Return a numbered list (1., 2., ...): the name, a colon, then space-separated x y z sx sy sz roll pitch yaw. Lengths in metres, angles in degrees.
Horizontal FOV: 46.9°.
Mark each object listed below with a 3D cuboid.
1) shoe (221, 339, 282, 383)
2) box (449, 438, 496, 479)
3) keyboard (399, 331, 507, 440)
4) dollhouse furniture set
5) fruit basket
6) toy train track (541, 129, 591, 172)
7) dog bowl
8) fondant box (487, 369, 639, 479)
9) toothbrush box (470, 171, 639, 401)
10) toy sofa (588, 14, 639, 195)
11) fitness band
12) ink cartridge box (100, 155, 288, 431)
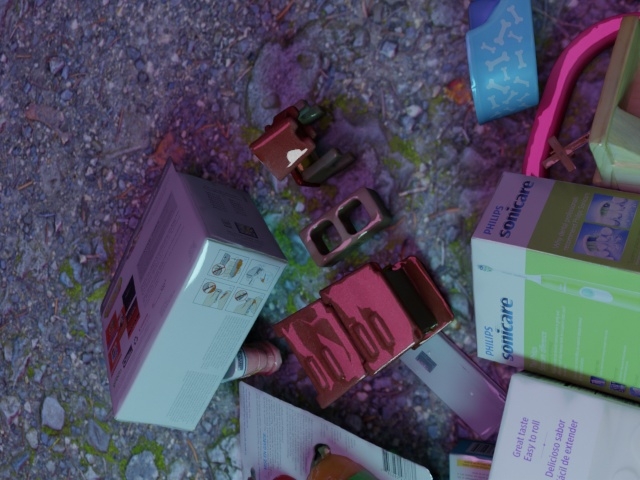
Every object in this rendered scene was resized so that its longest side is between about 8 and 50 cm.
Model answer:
1. shoe: -0.130 0.190 1.140 0.178 0.081 0.063 -21 71 57
2. box: 0.226 0.394 0.970 0.100 0.060 0.244 1 95 28
3. keyboard: 0.152 0.159 1.017 0.256 0.014 0.072 44 118 18
4. dollhouse furniture set: 0.000 0.000 0.960 0.152 0.201 0.374 -36 77 19
5. fruit basket: 0.016 0.392 1.043 0.353 0.165 0.327 16 113 46
6. toy train track: 0.297 -0.110 0.859 0.083 0.014 0.048 -35 69 22
7. dog bowl: 0.208 -0.288 0.864 0.074 0.166 0.297 -6 92 17
8. fondant box: 0.354 0.303 0.814 0.330 0.096 0.238 13 91 25
9. toothbrush box: 0.319 0.060 0.802 0.283 0.122 0.206 12 139 26
10. toy sofa: 0.456 -0.101 0.697 0.362 0.177 0.150 11 77 33
11. fitness band: 0.352 -0.116 0.860 0.209 0.054 0.291 19 102 25
12. ink cartridge box: -0.207 0.070 1.102 0.309 0.130 0.272 -60 33 19
